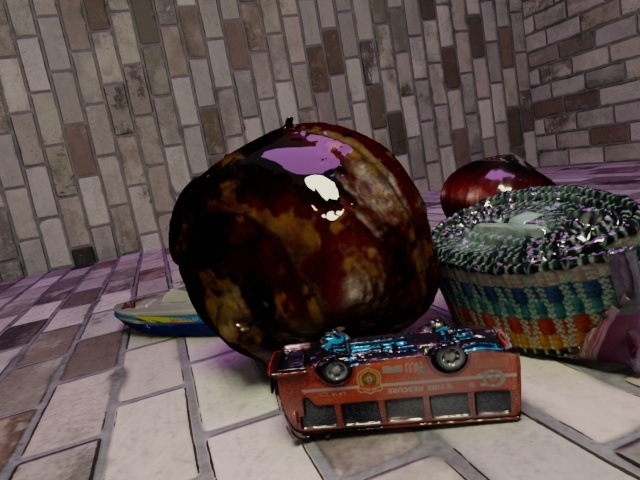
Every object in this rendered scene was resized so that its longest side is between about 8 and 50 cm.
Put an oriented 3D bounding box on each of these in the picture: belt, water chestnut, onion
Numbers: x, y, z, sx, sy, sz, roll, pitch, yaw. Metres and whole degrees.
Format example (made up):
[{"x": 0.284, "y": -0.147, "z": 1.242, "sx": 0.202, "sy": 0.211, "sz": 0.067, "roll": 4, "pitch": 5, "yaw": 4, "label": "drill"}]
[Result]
[{"x": 0.281, "y": 0.041, "z": 0.619, "sx": 0.207, "sy": 0.160, "sz": 0.295, "roll": -37, "pitch": 20, "yaw": -28, "label": "belt"}, {"x": 0.000, "y": 0.000, "z": 0.656, "sx": 0.336, "sy": 0.334, "sz": 0.347, "roll": -4, "pitch": 15, "yaw": 35, "label": "water chestnut"}, {"x": 0.386, "y": -0.052, "z": 1.072, "sx": 0.273, "sy": 0.284, "sz": 0.273, "roll": 26, "pitch": -5, "yaw": 2, "label": "onion"}]

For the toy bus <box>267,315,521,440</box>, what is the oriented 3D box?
[{"x": 0.070, "y": 0.135, "z": 0.473, "sx": 0.235, "sy": 0.096, "sz": 0.073, "roll": -9, "pitch": 10, "yaw": 6, "label": "toy bus"}]

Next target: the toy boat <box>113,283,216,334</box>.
[{"x": -0.293, "y": 0.129, "z": 0.938, "sx": 0.296, "sy": 0.088, "sz": 0.129, "roll": -5, "pitch": 10, "yaw": 27, "label": "toy boat"}]
